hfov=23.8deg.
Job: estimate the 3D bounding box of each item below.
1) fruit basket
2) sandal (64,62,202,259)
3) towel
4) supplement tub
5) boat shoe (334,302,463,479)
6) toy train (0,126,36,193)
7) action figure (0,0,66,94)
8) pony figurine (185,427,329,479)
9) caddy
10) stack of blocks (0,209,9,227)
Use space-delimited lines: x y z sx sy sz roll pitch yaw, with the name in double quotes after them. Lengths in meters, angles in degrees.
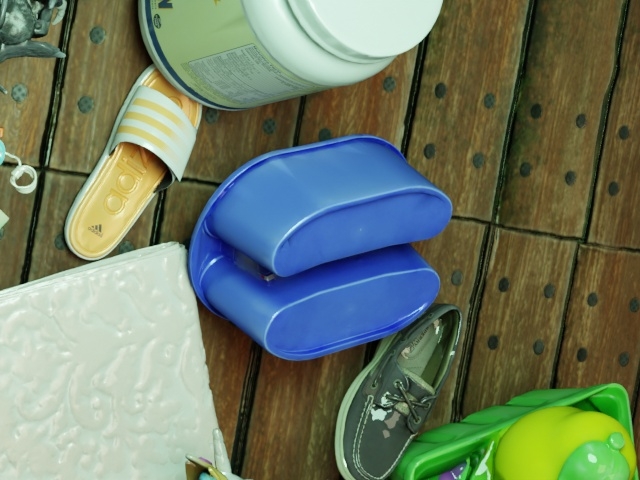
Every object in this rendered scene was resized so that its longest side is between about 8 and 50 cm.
0.293 0.337 2.012 0.392 0.392 0.283 -17 106 -27 "fruit basket"
-0.210 -0.090 1.820 0.102 0.076 0.265 32 81 -30 "sandal"
-0.280 0.196 1.840 0.317 0.053 0.332 -15 105 -26 "towel"
-0.037 -0.281 1.725 0.235 0.325 0.235 3 84 -35 "supplement tub"
0.108 0.195 1.995 0.103 0.092 0.285 40 57 -17 "boat shoe"
-0.397 -0.054 1.636 0.166 0.046 0.125 -37 115 -17 "toy train"
-0.350 -0.282 1.662 0.164 0.141 0.276 14 74 -17 "action figure"
-0.086 0.428 1.887 0.363 0.302 0.351 24 82 -48 "pony figurine"
0.000 0.000 1.900 0.341 0.179 0.241 -14 125 -33 "caddy"
-0.508 -0.067 1.646 0.171 0.087 0.297 -48 117 -15 "stack of blocks"
